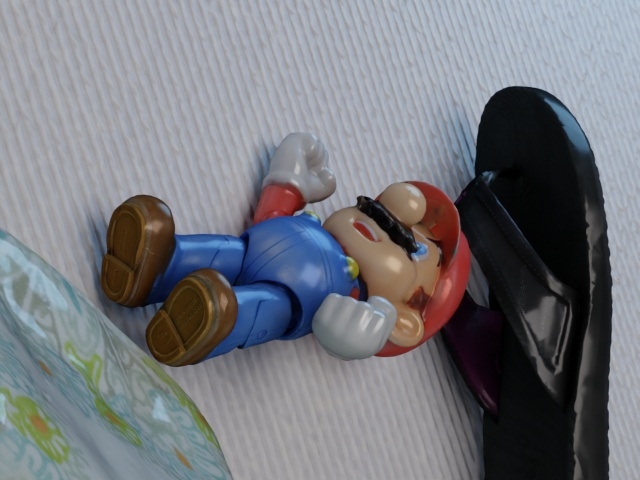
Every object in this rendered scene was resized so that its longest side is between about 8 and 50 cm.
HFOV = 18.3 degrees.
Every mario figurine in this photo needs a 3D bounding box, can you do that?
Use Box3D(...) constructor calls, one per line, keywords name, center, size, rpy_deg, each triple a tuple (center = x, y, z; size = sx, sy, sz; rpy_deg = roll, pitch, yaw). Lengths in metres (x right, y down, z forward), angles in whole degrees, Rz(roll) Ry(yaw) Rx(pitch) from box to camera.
Box3D(name="mario figurine", center=(0.000, 0.000, 1.483), size=(0.320, 0.170, 0.198), rpy_deg=(-5, 78, -47))

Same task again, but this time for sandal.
Box3D(name="sandal", center=(0.161, 0.074, 1.643), size=(0.107, 0.167, 0.445), rpy_deg=(7, 71, -27))

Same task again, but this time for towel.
Box3D(name="towel", center=(-0.147, 0.133, 1.197), size=(0.320, 0.090, 0.374), rpy_deg=(45, 8, -27))
